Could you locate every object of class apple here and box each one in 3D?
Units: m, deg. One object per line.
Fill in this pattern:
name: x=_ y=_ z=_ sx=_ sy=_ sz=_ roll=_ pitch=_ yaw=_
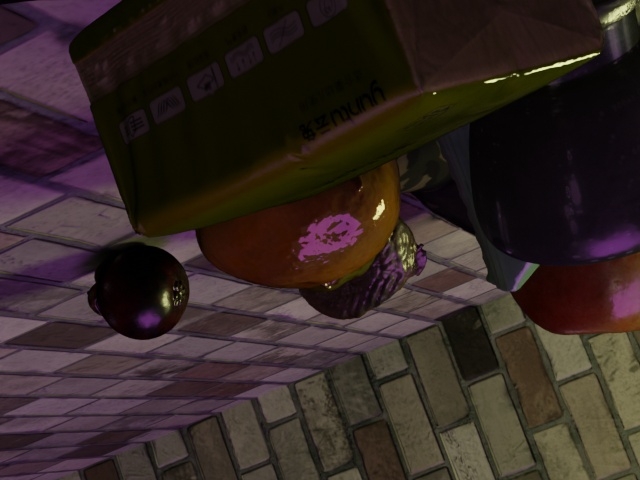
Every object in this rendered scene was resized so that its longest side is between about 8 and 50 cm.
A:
apple: x=0.409 y=-0.003 z=2.093 sx=0.319 sy=0.277 sz=0.319 roll=-12 pitch=-169 yaw=2

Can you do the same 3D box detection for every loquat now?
loquat: x=-0.024 y=-0.043 z=1.539 sx=0.238 sy=0.193 sz=0.238 roll=-14 pitch=162 yaw=-4

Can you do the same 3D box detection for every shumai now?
shumai: x=0.063 y=0.012 z=2.083 sx=0.153 sy=0.161 sz=0.209 roll=-38 pitch=162 yaw=-48

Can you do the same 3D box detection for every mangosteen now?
mangosteen: x=-0.237 y=0.066 z=1.866 sx=0.140 sy=0.140 sz=0.140 roll=-19 pitch=167 yaw=-4

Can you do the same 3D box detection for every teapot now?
teapot: x=0.265 y=-0.158 z=1.367 sx=0.305 sy=0.285 sz=0.223 roll=-22 pitch=-153 yaw=-8

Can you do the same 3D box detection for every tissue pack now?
tissue pack: x=0.005 y=-0.126 z=0.955 sx=0.200 sy=0.167 sz=0.274 roll=-17 pitch=174 yaw=-45

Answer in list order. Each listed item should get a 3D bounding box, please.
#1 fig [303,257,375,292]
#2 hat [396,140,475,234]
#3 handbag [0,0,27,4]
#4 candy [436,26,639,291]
fig: x=0.000 y=0.000 z=1.876 sx=0.166 sy=0.154 sz=0.144 roll=-86 pitch=-162 yaw=-68
hat: x=0.194 y=-0.065 z=1.801 sx=0.381 sy=0.257 sz=0.366 roll=-35 pitch=178 yaw=-42
handbag: x=-0.103 y=-0.222 z=0.939 sx=0.223 sy=0.080 sz=0.247 roll=-24 pitch=173 yaw=40
candy: x=0.328 y=-0.122 z=1.626 sx=0.397 sy=0.263 sz=0.172 roll=-21 pitch=-162 yaw=-14
